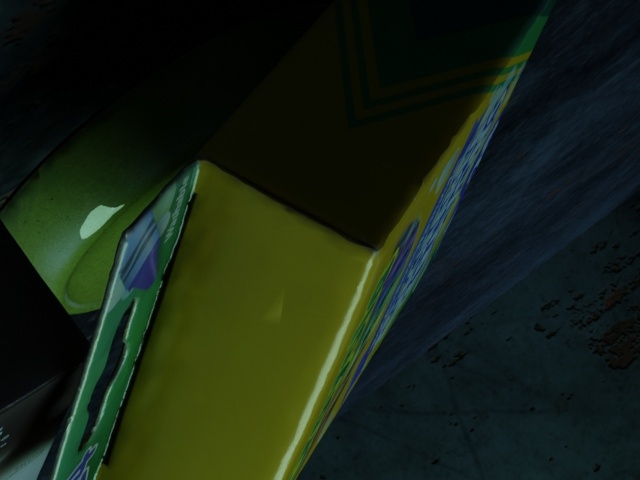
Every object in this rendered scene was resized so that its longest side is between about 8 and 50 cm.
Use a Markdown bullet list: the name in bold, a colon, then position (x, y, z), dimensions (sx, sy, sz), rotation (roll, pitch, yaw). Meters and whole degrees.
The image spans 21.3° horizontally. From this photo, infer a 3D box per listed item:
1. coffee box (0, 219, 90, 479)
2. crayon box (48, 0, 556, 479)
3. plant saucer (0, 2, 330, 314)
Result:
- **coffee box**: position (-0.220, 0.099, 0.744), dimensions (0.168, 0.119, 0.297), rotation (-32, 168, -28)
- **crayon box**: position (0.000, 0.000, 0.760), dimensions (0.323, 0.083, 0.203), rotation (-53, 169, -49)
- **plant saucer**: position (-0.073, -0.031, 0.899), dimensions (0.241, 0.037, 0.241), rotation (-36, 169, -8)
